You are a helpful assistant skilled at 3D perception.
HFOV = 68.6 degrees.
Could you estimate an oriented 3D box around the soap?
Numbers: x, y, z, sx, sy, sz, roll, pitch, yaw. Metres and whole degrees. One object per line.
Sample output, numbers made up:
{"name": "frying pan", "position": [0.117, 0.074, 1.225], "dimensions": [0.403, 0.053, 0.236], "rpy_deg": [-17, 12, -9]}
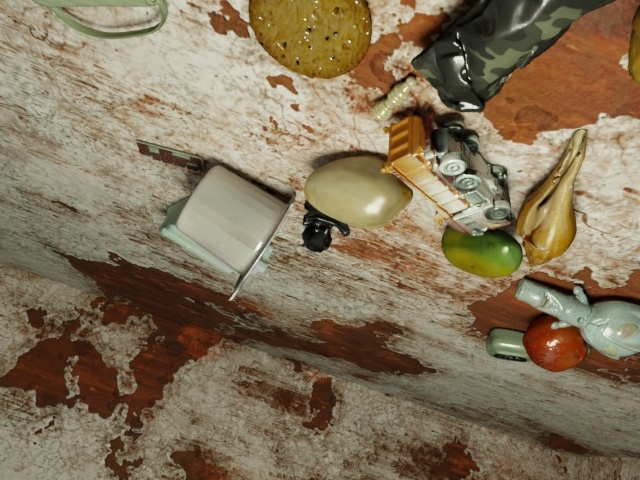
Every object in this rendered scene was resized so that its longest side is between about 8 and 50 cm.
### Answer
{"name": "soap", "position": [-0.299, -0.005, 1.363], "dimensions": [0.289, 0.095, 0.172], "rpy_deg": [37, 145, -31]}

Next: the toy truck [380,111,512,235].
{"name": "toy truck", "position": [0.228, -0.108, 0.826], "dimensions": [0.135, 0.114, 0.270], "rpy_deg": [-21, 139, 41]}

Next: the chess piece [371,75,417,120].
{"name": "chess piece", "position": [0.123, -0.233, 0.761], "dimensions": [0.035, 0.035, 0.092], "rpy_deg": [27, 148, -19]}

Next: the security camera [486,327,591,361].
{"name": "security camera", "position": [0.679, 0.343, 1.473], "dimensions": [0.301, 0.080, 0.157], "rpy_deg": [3, 149, 21]}

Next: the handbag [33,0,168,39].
{"name": "handbag", "position": [-0.353, -0.390, 0.704], "dimensions": [0.255, 0.079, 0.219], "rpy_deg": [9, 156, 19]}

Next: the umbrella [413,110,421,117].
{"name": "umbrella", "position": [0.163, -0.179, 0.852], "dimensions": [0.022, 0.022, 0.149], "rpy_deg": [54, 164, 23]}

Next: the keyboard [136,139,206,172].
{"name": "keyboard", "position": [-0.358, -0.200, 1.126], "dimensions": [0.165, 0.017, 0.055], "rpy_deg": [15, 153, 4]}

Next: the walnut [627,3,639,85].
{"name": "walnut", "position": [0.410, -0.245, 0.457], "dimensions": [0.137, 0.137, 0.245], "rpy_deg": [22, 149, -10]}

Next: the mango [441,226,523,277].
{"name": "mango", "position": [0.343, 0.025, 0.990], "dimensions": [0.137, 0.091, 0.237], "rpy_deg": [38, 175, -19]}

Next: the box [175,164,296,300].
{"name": "box", "position": [-0.220, -0.031, 1.101], "dimensions": [0.206, 0.291, 0.262], "rpy_deg": [33, 154, -8]}

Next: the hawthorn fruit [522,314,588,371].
{"name": "hawthorn fruit", "position": [0.690, 0.260, 1.246], "dimensions": [0.285, 0.165, 0.165], "rpy_deg": [-22, 134, 38]}

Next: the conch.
{"name": "conch", "position": [0.419, -0.064, 0.859], "dimensions": [0.109, 0.093, 0.331], "rpy_deg": [3, 131, 12]}

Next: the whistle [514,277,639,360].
{"name": "whistle", "position": [0.651, 0.185, 1.142], "dimensions": [0.345, 0.134, 0.142], "rpy_deg": [24, 143, 11]}

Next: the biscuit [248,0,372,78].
{"name": "biscuit", "position": [-0.015, -0.317, 0.690], "dimensions": [0.187, 0.027, 0.188], "rpy_deg": [13, 154, 6]}

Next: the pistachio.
{"name": "pistachio", "position": [0.077, -0.100, 0.936], "dimensions": [0.214, 0.144, 0.144], "rpy_deg": [14, 154, 20]}

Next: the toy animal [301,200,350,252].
{"name": "toy animal", "position": [-0.001, 0.004, 1.192], "dimensions": [0.120, 0.117, 0.210], "rpy_deg": [12, 151, -3]}

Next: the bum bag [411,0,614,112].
{"name": "bum bag", "position": [0.237, -0.267, 0.564], "dimensions": [0.143, 0.095, 0.340], "rpy_deg": [18, 160, -16]}
